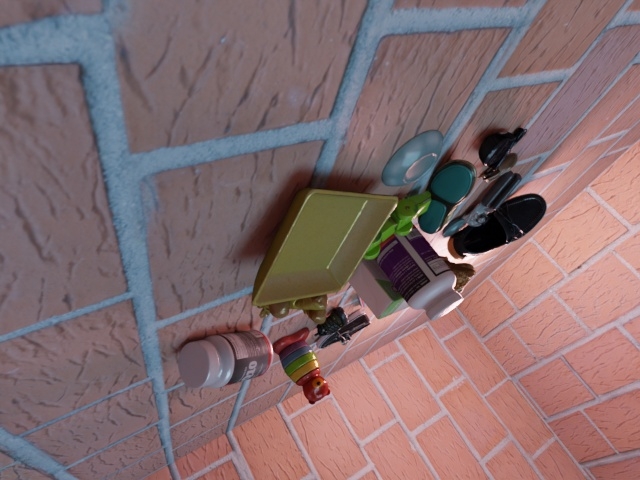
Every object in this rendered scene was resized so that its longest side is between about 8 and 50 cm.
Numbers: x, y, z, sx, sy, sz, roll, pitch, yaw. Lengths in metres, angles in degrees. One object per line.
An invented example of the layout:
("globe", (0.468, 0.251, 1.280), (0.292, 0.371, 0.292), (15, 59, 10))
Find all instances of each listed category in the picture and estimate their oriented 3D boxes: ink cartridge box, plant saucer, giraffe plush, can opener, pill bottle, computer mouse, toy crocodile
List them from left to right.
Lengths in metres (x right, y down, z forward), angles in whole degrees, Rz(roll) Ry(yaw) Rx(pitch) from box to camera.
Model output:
("pill bottle", (-0.297, 0.379, 1.327), (0.161, 0.161, 0.283), (-44, 154, 21))
("giraffe plush", (-0.097, 0.168, 1.229), (0.171, 0.181, 0.210), (-8, -179, -27))
("plant saucer", (0.000, 0.000, 1.029), (0.333, 0.081, 0.332), (-2, 130, -47))
("toy crocodile", (0.189, -0.048, 1.232), (0.341, 0.105, 0.115), (-34, 156, -12))
("ink cartridge box", (0.301, 0.150, 1.588), (0.354, 0.207, 0.119), (-11, 142, -41))
("pill bottle", (0.320, 0.101, 1.382), (0.182, 0.322, 0.181), (-27, 155, -14))
("plant saucer", (0.251, -0.200, 1.083), (0.195, 0.037, 0.194), (-28, 156, -14))
("plant saucer", (0.563, -0.058, 1.762), (0.120, 0.021, 0.119), (-28, 156, -14))
("can opener", (0.679, -0.171, 1.660), (0.076, 0.095, 0.283), (19, 129, -12))
("computer mouse", (0.528, -0.266, 1.287), (0.262, 0.060, 0.184), (-27, 154, -43))

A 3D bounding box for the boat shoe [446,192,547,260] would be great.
("boat shoe", (0.809, -0.061, 1.855), (0.501, 0.186, 0.156), (-27, 176, -4))

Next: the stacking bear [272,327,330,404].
("stacking bear", (-0.069, 0.554, 1.784), (0.176, 0.288, 0.164), (-17, 151, -33))

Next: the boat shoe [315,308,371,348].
("boat shoe", (0.119, 0.475, 2.100), (0.307, 0.104, 0.113), (-35, 156, 2))

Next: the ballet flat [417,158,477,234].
("ballet flat", (0.397, -0.151, 1.289), (0.123, 0.123, 0.348), (-25, 154, -20))

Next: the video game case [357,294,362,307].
("video game case", (0.303, 0.211, 1.934), (0.285, 0.025, 0.204), (-32, 156, -4))

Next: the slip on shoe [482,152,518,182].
("slip on shoe", (0.623, -0.254, 1.439), (0.135, 0.051, 0.041), (-37, 160, 27))

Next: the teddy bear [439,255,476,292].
("teddy bear", (0.534, 0.142, 1.796), (0.246, 0.338, 0.112), (-4, 103, -27))

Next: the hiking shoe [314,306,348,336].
("hiking shoe", (0.045, 0.375, 1.843), (0.114, 0.086, 0.226), (-23, 155, -31))
